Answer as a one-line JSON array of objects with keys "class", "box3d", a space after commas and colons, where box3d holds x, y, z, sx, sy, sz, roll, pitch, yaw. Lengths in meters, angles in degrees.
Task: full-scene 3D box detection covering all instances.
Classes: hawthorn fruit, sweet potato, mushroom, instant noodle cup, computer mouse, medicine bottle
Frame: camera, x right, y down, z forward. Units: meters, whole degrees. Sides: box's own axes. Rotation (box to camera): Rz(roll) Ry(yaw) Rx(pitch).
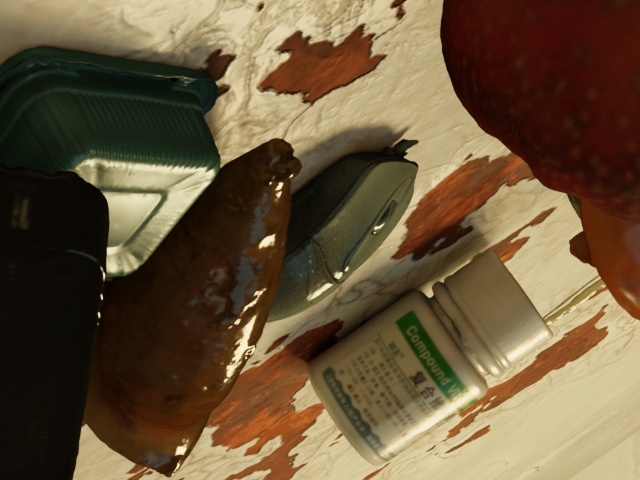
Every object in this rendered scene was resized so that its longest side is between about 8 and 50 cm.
[{"class": "hawthorn fruit", "box3d": [0.213, -0.147, 0.807, 0.275, 0.275, 0.300, -17, 144, -34]}, {"class": "sweet potato", "box3d": [-0.096, 0.045, 0.964, 0.131, 0.131, 0.337, -18, 153, -33]}, {"class": "mushroom", "box3d": [0.326, 0.095, 1.783, 0.286, 0.028, 0.026, -37, 116, 7]}, {"class": "instant noodle cup", "box3d": [-0.145, -0.036, 0.803, 0.157, 0.070, 0.179, -47, 153, 27]}, {"class": "computer mouse", "box3d": [0.002, 0.006, 1.085, 0.229, 0.068, 0.113, -37, 159, 11]}, {"class": "medicine bottle", "box3d": [0.117, 0.121, 1.392, 0.237, 0.139, 0.139, -34, 158, 5]}]

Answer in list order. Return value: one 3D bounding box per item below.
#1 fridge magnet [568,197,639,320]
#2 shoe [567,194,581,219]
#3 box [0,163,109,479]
[{"class": "fridge magnet", "box3d": [0.364, -0.088, 1.128, 0.363, 0.155, 0.363, -10, 114, -24]}, {"class": "shoe", "box3d": [0.338, -0.064, 1.327, 0.159, 0.124, 0.316, -35, 155, 3]}, {"class": "box", "box3d": [-0.242, 0.071, 0.788, 0.211, 0.058, 0.350, 6, 146, -10]}]
